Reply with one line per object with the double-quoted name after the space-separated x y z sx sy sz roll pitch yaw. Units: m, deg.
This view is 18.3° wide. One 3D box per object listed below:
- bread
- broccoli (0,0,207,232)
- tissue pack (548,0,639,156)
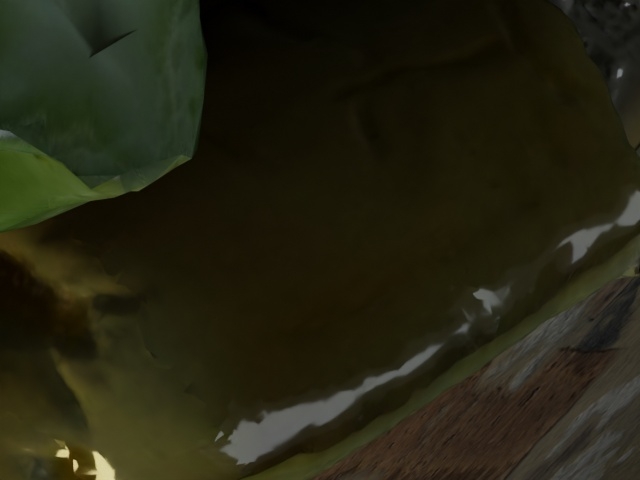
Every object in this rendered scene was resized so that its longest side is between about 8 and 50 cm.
-0.066 0.015 0.884 0.341 0.210 0.300 -31 180 -17 "bread"
-0.148 -0.096 0.450 0.308 0.275 0.308 -25 122 -48 "broccoli"
0.203 -0.141 1.101 0.242 0.160 0.338 -57 161 22 "tissue pack"
